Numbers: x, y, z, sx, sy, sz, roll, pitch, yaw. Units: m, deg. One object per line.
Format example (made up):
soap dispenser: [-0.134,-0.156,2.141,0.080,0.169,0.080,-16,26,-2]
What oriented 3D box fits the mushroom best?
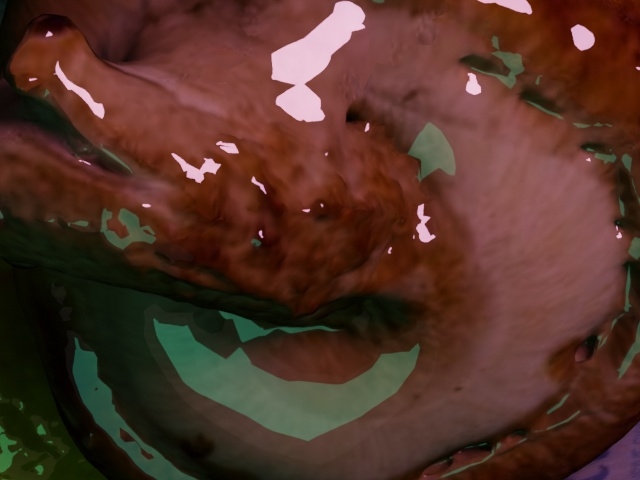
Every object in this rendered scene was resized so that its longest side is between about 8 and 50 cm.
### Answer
mushroom: [0.000,0.000,0.626,0.345,0.260,0.345,2,117,5]

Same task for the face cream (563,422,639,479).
face cream: [0.246,0.081,0.668,0.420,0.235,0.137,-20,106,20]

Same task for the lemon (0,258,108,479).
lemon: [-0.174,0.062,0.827,0.228,0.228,0.253,21,152,-3]
